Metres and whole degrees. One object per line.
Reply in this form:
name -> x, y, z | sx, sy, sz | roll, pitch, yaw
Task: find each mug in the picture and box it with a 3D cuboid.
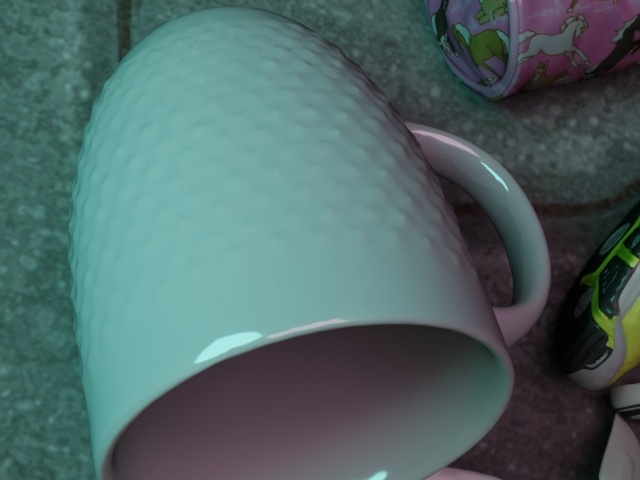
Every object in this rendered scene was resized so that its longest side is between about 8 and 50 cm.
mug -> 0.000, 0.000, 0.804 | 0.374, 0.276, 0.328 | -1, 52, -22

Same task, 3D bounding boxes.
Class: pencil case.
pencil case -> 0.292, -0.256, 0.993 | 0.386, 0.167, 0.160 | -18, 50, -16

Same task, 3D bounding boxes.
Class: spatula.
spatula -> 0.274, 0.272, 0.873 | 0.168, 0.019, 0.242 | 48, 39, -11

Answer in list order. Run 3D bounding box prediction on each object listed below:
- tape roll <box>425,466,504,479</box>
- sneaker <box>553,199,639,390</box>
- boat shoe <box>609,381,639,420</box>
tape roll -> 0.085, 0.322, 0.847 | 0.286, 0.100, 0.286 | 3, 78, -12
sneaker -> 0.358, -0.002, 0.956 | 0.147, 0.145, 0.385 | 45, 74, 0
boat shoe -> 0.359, 0.160, 0.954 | 0.219, 0.078, 0.070 | 6, 75, -13
